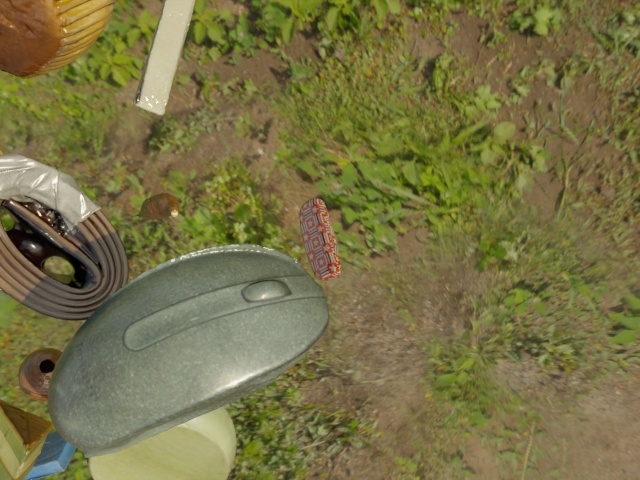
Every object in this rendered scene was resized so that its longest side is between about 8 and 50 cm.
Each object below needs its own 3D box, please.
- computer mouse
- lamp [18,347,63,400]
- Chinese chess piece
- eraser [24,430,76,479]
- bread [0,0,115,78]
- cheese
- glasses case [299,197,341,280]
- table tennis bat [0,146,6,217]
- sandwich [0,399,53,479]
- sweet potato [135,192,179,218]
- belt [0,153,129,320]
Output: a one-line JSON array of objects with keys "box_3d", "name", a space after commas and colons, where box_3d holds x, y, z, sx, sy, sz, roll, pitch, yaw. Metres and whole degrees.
[{"box_3d": [-0.168, 0.125, 0.848, 0.374, 0.114, 0.203, -29, 55, -9], "name": "computer mouse"}, {"box_3d": [-0.705, 0.344, 1.756, 0.136, 0.136, 0.136, -2, 80, 13], "name": "lamp"}, {"box_3d": [-0.270, 0.351, 1.170, 0.250, 0.250, 0.101, -21, 33, 9], "name": "Chinese chess piece"}, {"box_3d": [-0.781, 0.571, 1.748, 0.312, 0.144, 0.042, -17, 111, 6], "name": "eraser"}, {"box_3d": [-0.314, -0.261, 0.696, 0.199, 0.199, 0.104, 25, 51, 16], "name": "bread"}, {"box_3d": [-0.382, -0.517, 1.728, 0.085, 0.034, 0.400, 16, 87, -28], "name": "cheese"}, {"box_3d": [0.000, 0.000, 1.567, 0.073, 0.049, 0.194, -29, 67, 38], "name": "glasses case"}, {"box_3d": [-0.737, -0.113, 1.304, 0.321, 0.050, 0.198, -5, 107, 7], "name": "table tennis bat"}, {"box_3d": [-0.650, 0.419, 1.389, 0.144, 0.187, 0.117, 23, 88, -7], "name": "sandwich"}, {"box_3d": [-0.422, -0.085, 1.743, 0.072, 0.314, 0.066, 38, 69, -26], "name": "sweet potato"}, {"box_3d": [-0.488, -0.007, 1.195, 0.217, 0.338, 0.122, -48, 31, -16], "name": "belt"}]
